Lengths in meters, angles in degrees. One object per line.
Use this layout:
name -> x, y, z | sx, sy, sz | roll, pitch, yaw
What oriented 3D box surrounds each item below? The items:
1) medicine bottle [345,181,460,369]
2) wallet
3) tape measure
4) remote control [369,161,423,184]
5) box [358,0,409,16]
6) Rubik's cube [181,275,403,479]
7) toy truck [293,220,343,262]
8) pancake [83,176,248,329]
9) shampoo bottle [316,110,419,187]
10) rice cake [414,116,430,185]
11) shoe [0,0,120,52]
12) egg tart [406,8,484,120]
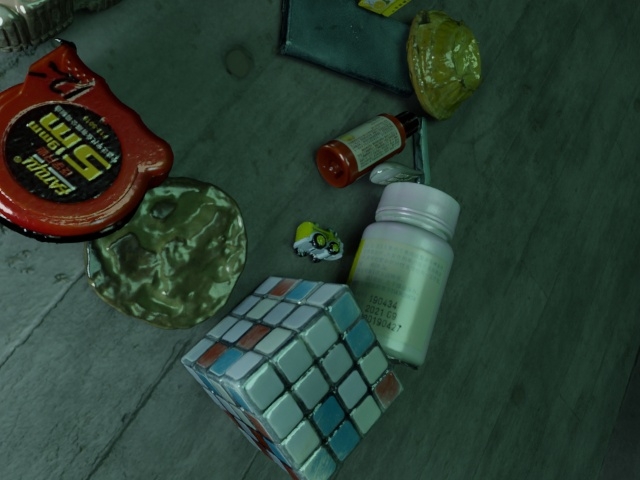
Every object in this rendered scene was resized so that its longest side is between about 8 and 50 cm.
medicine bottle -> 0.175, 0.078, 1.049 | 0.213, 0.213, 0.379 | 29, 74, -33
wallet -> 0.077, -0.461, 1.077 | 0.379, 0.046, 0.191 | 6, 86, -35
tape measure -> -0.372, -0.125, 0.692 | 0.253, 0.114, 0.260 | 45, 66, -12
remote control -> 0.175, -0.157, 1.091 | 0.229, 0.073, 0.044 | -10, 76, -61
box -> 0.160, -0.666, 1.039 | 0.097, 0.168, 0.265 | 2, 81, -39
Rubik's cube -> -0.051, 0.241, 0.863 | 0.259, 0.253, 0.256 | -43, 113, -29
toy truck -> 0.000, 0.000, 1.015 | 0.111, 0.076, 0.077 | 23, 58, -35
pancake -> -0.266, 0.020, 0.831 | 0.294, 0.049, 0.294 | 0, 91, -38
shampoo bottle -> 0.122, -0.223, 1.075 | 0.278, 0.104, 0.104 | -34, 110, -31
rice cake -> 0.261, -0.231, 1.220 | 0.042, 0.030, 0.180 | -9, 95, -49
shoe -> -0.380, -0.442, 0.669 | 0.351, 0.172, 0.198 | -49, 114, -27
egg tart -> 0.322, -0.450, 1.184 | 0.290, 0.115, 0.290 | 4, 85, -49
